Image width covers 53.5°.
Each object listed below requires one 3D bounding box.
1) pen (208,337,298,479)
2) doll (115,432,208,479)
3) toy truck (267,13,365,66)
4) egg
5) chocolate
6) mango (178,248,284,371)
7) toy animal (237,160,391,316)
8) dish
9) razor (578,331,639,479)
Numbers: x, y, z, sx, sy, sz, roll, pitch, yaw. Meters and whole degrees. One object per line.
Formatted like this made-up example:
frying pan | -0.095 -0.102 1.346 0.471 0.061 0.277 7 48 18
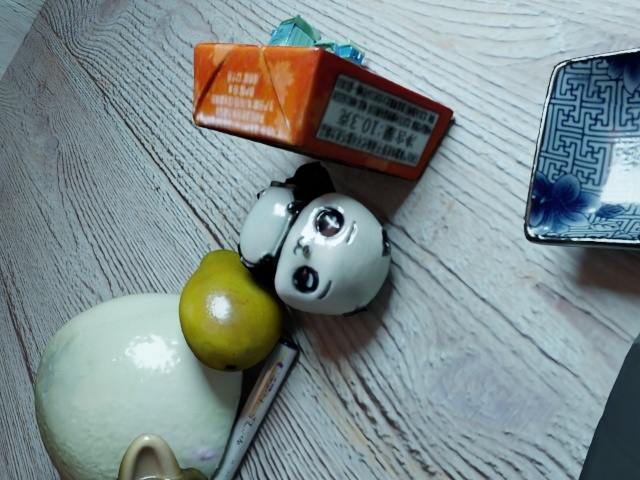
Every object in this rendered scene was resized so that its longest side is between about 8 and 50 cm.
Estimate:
pen | -0.099 0.248 0.813 0.033 0.033 0.268 28 91 45
doll | -0.236 0.366 0.632 0.209 0.340 0.317 30 127 40
toy truck | -0.005 -0.285 0.933 0.175 0.067 0.081 15 82 45
egg | -0.277 0.210 0.863 0.337 0.201 0.336 -24 56 41
chocolate | -0.006 -0.154 0.764 0.235 0.238 0.107 19 96 44
mango | -0.114 0.079 0.821 0.227 0.136 0.099 -108 39 -62
toy animal | 0.000 0.000 0.754 0.179 0.138 0.165 33 102 47
dish | 0.307 -0.071 0.535 0.243 0.080 0.181 5 81 51
razor | 0.266 0.194 0.420 0.204 0.114 0.348 10 78 69
